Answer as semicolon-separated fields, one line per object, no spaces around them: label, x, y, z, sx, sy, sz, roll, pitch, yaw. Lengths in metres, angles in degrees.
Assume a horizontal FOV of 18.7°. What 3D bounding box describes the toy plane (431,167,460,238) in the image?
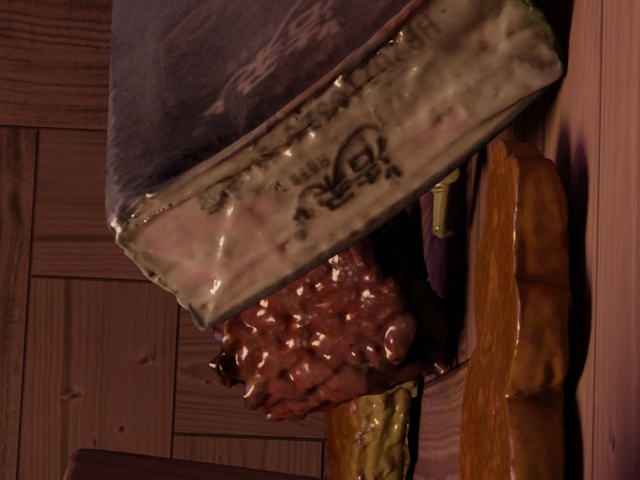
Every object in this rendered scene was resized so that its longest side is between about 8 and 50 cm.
toy plane;0.080;-0.120;1.431;0.256;0.104;0.242;-36;-60;-86

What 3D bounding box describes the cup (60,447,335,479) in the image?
cup;0.005;0.219;0.830;0.288;0.273;0.208;-91;11;-71

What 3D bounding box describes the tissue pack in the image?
tissue pack;-0.006;-0.148;1.291;0.124;0.288;0.394;44;-162;-26

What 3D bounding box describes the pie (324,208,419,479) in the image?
pie;0.050;0.118;1.917;0.339;0.083;0.340;-179;90;-85

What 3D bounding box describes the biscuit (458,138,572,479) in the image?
biscuit;0.111;0.089;1.096;0.202;0.044;0.289;-120;34;-83

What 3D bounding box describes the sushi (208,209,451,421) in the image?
sushi;0.000;0.000;1.558;0.236;0.170;0.270;-49;-57;-71
